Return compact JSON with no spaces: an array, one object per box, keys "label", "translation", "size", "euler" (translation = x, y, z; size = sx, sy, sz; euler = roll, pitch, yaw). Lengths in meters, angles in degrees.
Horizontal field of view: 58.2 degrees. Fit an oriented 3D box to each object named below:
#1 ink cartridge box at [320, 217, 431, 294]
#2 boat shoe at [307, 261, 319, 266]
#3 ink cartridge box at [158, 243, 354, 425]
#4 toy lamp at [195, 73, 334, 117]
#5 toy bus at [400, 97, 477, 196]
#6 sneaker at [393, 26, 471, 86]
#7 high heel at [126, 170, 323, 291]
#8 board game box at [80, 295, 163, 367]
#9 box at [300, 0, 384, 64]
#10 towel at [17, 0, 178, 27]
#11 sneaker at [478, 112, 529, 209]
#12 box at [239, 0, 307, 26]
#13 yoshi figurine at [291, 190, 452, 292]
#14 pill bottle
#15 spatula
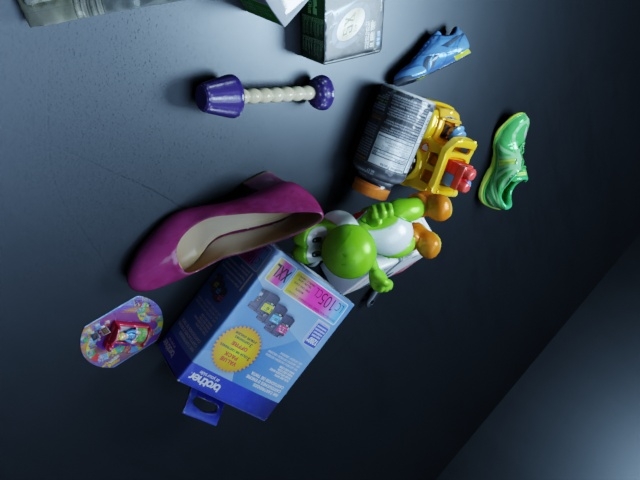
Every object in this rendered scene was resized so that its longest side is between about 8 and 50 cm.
[{"label":"ink cartridge box","translation":[0.144,0.037,1.428],"size":[0.237,0.100,0.172],"euler":[-18,164,-34]},{"label":"boat shoe","translation":[0.000,0.000,1.365],"size":[0.040,0.049,0.142],"euler":[18,105,-47]},{"label":"ink cartridge box","translation":[-0.155,0.210,1.257],"size":[0.270,0.151,0.395],"euler":[38,90,-38]},{"label":"toy lamp","translation":[-0.101,-0.271,1.070],"size":[0.275,0.080,0.080],"euler":[-14,125,-40]},{"label":"toy bus","translation":[0.297,-0.208,1.379],"size":[0.150,0.211,0.220],"euler":[1,114,-42]},{"label":"sneaker","translation":[0.244,-0.419,1.309],"size":[0.209,0.069,0.082],"euler":[-30,101,-14]},{"label":"high heel","translation":[-0.181,0.000,1.094],"size":[0.377,0.181,0.127],"euler":[-40,137,-16]},{"label":"board game box","translation":[-0.386,0.193,1.147],"size":[0.169,0.033,0.133],"euler":[-32,134,-23]},{"label":"box","translation":[0.042,-0.441,1.085],"size":[0.147,0.077,0.180],"euler":[-22,130,-30]},{"label":"towel","translation":[-0.279,-0.444,0.704],"size":[0.312,0.056,0.324],"euler":[-16,129,-2]},{"label":"sneaker","translation":[0.559,-0.226,1.675],"size":[0.110,0.123,0.295],"euler":[-13,124,-37]},{"label":"box","translation":[-0.065,-0.524,0.897],"size":[0.262,0.127,0.231],"euler":[-49,141,-4]},{"label":"yoshi figurine","translation":[0.122,0.003,1.210],"size":[0.362,0.203,0.203],"euler":[-11,168,-29]},{"label":"pill bottle","translation":[0.154,-0.216,1.301],"size":[0.130,0.130,0.245],"euler":[5,113,-45]},{"label":"spatula","translation":[0.217,0.068,1.624],"size":[0.296,0.030,0.084],"euler":[-52,141,-3]}]
